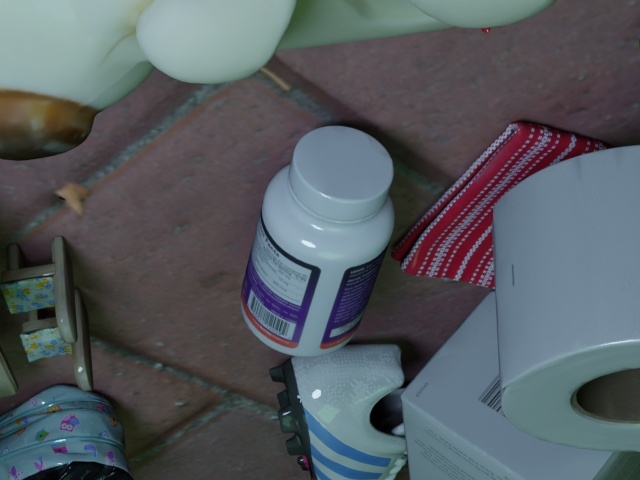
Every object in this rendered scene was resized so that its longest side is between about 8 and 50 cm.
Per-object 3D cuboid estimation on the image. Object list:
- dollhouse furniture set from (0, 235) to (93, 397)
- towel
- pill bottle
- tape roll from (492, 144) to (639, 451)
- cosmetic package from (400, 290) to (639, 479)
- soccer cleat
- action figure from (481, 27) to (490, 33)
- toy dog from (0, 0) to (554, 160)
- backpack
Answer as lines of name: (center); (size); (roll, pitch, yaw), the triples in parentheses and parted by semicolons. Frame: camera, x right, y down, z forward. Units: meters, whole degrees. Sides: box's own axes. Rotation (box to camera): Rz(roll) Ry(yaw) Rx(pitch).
dollhouse furniture set: (-0.306, 0.081, 1.185); (0.212, 0.161, 0.242); (-10, 143, -2)
towel: (0.227, -0.007, 1.318); (0.275, 0.031, 0.199); (14, 135, -30)
pill bottle: (0.000, 0.000, 1.203); (0.108, 0.108, 0.193); (0, 142, -14)
tape roll: (0.264, 0.053, 1.201); (0.246, 0.169, 0.246); (1, 152, 1)
cosmetic package: (0.201, 0.241, 1.459); (0.155, 0.197, 0.365); (-47, 154, -23)
soccer cleat: (0.045, 0.217, 1.490); (0.143, 0.116, 0.331); (-12, 143, 1)
action figure: (0.085, -0.182, 1.058); (0.115, 0.030, 0.038); (20, 138, -32)
toy dog: (-0.067, -0.211, 0.825); (0.408, 0.284, 0.395); (-17, 179, 4)
backpack: (-0.270, 0.223, 1.419); (0.182, 0.115, 0.152); (-33, 149, 25)
